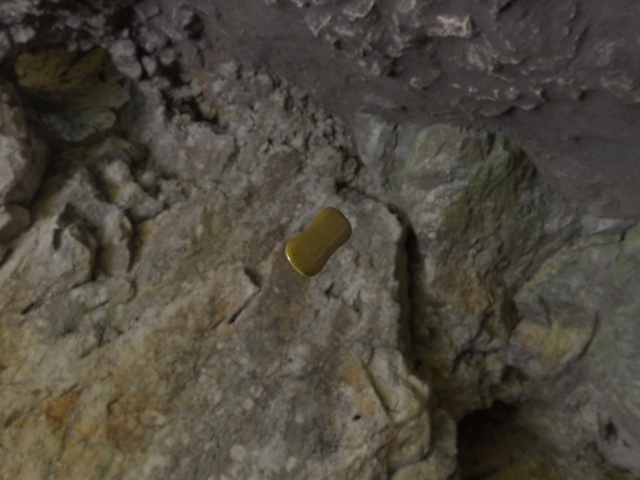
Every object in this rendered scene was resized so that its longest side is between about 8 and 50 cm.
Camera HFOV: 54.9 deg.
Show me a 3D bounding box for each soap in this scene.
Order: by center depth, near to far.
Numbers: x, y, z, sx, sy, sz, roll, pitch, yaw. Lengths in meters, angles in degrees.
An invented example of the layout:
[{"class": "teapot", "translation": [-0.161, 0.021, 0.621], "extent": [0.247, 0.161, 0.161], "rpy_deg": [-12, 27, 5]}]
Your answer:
[{"class": "soap", "translation": [0.000, 0.000, 0.487], "extent": [0.034, 0.012, 0.089], "rpy_deg": [49, -142, -3]}]
